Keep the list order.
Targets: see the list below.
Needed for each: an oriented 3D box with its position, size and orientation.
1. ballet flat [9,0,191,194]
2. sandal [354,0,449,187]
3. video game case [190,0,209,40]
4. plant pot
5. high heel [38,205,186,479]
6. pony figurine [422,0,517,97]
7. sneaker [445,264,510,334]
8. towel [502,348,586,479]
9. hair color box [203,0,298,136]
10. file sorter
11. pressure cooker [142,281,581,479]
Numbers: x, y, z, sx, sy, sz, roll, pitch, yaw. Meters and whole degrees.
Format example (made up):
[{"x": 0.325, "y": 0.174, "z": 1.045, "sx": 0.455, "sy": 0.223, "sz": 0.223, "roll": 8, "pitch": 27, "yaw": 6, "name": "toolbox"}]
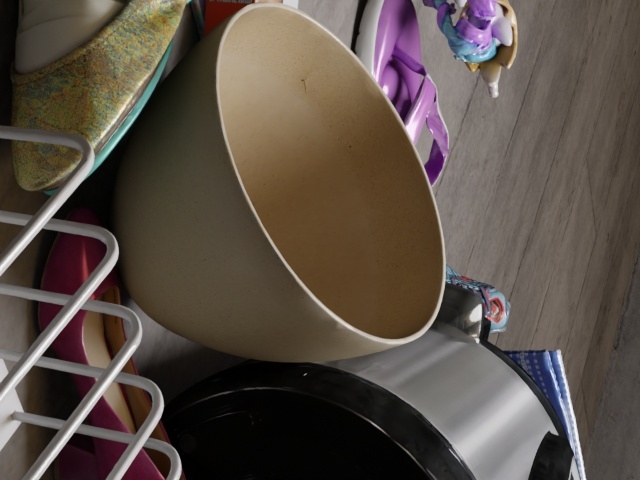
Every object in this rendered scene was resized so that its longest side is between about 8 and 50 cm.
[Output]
[{"x": -0.151, "y": -0.182, "z": 0.973, "sx": 0.123, "sy": 0.123, "sz": 0.349, "roll": 75, "pitch": 32, "yaw": -43, "name": "ballet flat"}, {"x": 0.110, "y": -0.102, "z": 1.615, "sx": 0.169, "sy": 0.102, "sz": 0.416, "roll": -31, "pitch": 124, "yaw": -65, "name": "sandal"}, {"x": -0.091, "y": -0.221, "z": 1.212, "sx": 0.087, "sy": 0.011, "sz": 0.122, "roll": -61, "pitch": 149, "yaw": -41, "name": "video game case"}, {"x": -0.058, "y": -0.021, "z": 1.073, "sx": 0.284, "sy": 0.191, "sz": 0.284, "roll": 37, "pitch": 40, "yaw": -39, "name": "plant pot"}, {"x": -0.150, "y": 0.097, "z": 1.033, "sx": 0.082, "sy": 0.117, "sz": 0.244, "roll": -19, "pitch": 115, "yaw": -65, "name": "high heel"}, {"x": 0.196, "y": -0.392, "z": 1.564, "sx": 0.363, "sy": 0.302, "sz": 0.351, "roll": -81, "pitch": 168, "yaw": -53, "name": "pony figurine"}, {"x": 0.200, "y": 0.079, "z": 1.864, "sx": 0.262, "sy": 0.125, "sz": 0.104, "roll": 22, "pitch": 76, "yaw": -67, "name": "sneaker"}, {"x": 0.138, "y": 0.243, "z": 1.455, "sx": 0.040, "sy": 0.336, "sz": 0.243, "roll": -12, "pitch": 91, "yaw": -44, "name": "towel"}, {"x": -0.063, "y": -0.179, "z": 1.208, "sx": 0.093, "sy": 0.053, "sz": 0.167, "roll": -12, "pitch": 107, "yaw": -66, "name": "hair color box"}, {"x": -0.212, "y": 0.088, "z": 0.811, "sx": 0.193, "sy": 0.173, "sz": 0.278, "roll": -58, "pitch": 148, "yaw": -44, "name": "file sorter"}, {"x": 0.046, "y": 0.250, "z": 1.241, "sx": 0.376, "sy": 0.370, "sz": 0.420, "roll": 59, "pitch": 22, "yaw": 7, "name": "pressure cooker"}]
